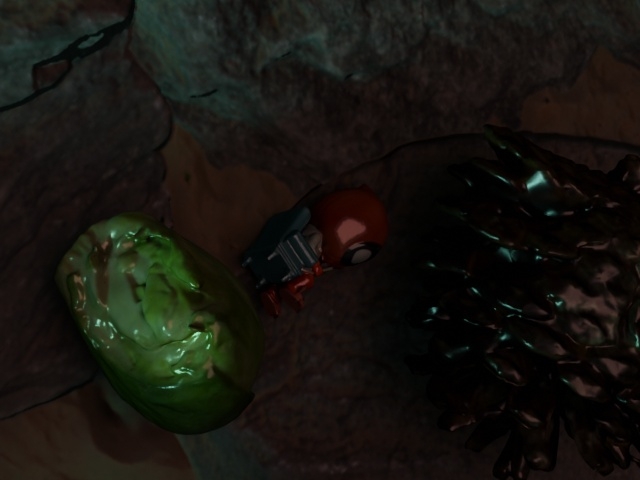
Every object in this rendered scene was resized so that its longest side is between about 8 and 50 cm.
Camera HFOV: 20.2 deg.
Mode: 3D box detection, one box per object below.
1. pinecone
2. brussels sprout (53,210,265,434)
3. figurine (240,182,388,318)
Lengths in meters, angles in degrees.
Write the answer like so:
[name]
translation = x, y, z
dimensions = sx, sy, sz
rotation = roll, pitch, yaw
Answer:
[pinecone]
translation = 0.202, 0.066, 1.524
dimensions = 0.298, 0.242, 0.296
rotation = 29, 70, -18
[brussels sprout]
translation = -0.119, 0.068, 1.400
dimensions = 0.131, 0.183, 0.145
rotation = -46, 152, 1
[figurine]
translation = 0.000, 0.000, 1.516
dimensions = 0.140, 0.068, 0.075
rotation = -37, 101, -33
